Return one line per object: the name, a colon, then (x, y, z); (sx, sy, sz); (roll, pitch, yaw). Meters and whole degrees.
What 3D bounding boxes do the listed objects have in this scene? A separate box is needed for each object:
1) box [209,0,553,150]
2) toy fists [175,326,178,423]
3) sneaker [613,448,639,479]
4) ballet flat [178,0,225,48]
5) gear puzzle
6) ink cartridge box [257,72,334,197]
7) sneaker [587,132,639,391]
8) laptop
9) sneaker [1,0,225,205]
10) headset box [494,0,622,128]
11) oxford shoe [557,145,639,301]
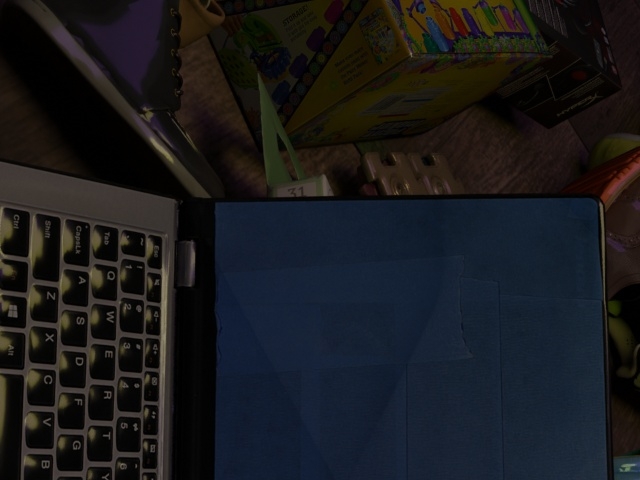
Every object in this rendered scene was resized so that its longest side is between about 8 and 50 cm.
box: (0.033, -0.252, 1.332); (0.290, 0.177, 0.279); (-11, 74, -56)
toy fists: (-0.084, 0.097, 0.971); (0.279, 0.096, 0.142); (35, 39, -32)
sneaker: (0.341, 0.312, 1.335); (0.319, 0.127, 0.208); (41, 38, -30)
ballet flat: (-0.132, -0.255, 1.116); (0.080, 0.073, 0.232); (-110, -178, -46)
gear puzzle: (0.126, 0.076, 1.338); (0.175, 0.044, 0.339); (-6, 73, -57)
ink cartridge box: (0.000, 0.000, 1.141); (0.171, 0.056, 0.235); (65, 19, -53)
sneaker: (0.376, 0.017, 1.640); (0.147, 0.145, 0.385); (12, 45, -27)
laptop: (-0.044, 0.142, 0.761); (0.408, 0.236, 0.382); (12, 74, -50)
sneaker: (-0.121, -0.123, 1.062); (0.118, 0.083, 0.222); (-45, 104, -24)
headset box: (0.196, -0.283, 1.585); (0.293, 0.110, 0.218); (25, 46, -44)
oxford shoe: (0.319, -0.006, 1.546); (0.363, 0.130, 0.133); (-36, 94, -37)
